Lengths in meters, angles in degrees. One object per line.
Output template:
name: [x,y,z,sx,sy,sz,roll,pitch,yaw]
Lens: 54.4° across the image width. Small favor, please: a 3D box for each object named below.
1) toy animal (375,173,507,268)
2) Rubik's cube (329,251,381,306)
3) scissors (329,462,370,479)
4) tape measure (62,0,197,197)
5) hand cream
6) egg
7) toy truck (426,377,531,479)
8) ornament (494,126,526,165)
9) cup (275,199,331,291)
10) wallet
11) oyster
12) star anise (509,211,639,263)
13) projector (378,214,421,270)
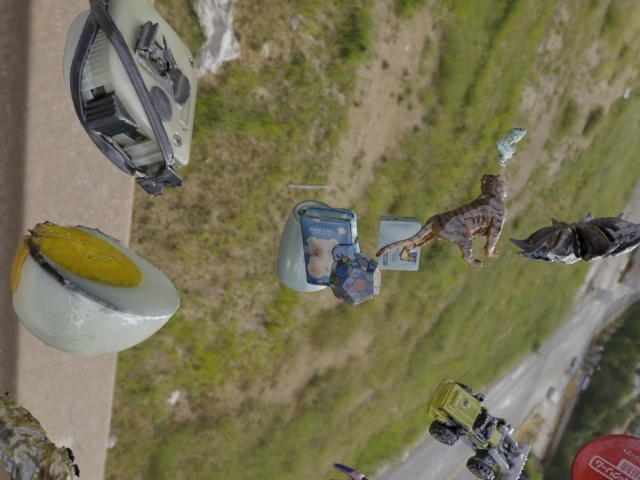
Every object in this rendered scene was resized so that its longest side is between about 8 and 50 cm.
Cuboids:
toy animal: [0.217,-0.017,1.056,0.256,0.114,0.116,-20,119,-14]
Rubik's cube: [0.070,0.077,1.243,0.111,0.111,0.093,-23,146,-44]
scissors: [0.053,0.418,1.088,0.012,0.113,0.039,27,70,-30]
tape measure: [-0.290,-0.240,0.969,0.231,0.133,0.270,45,41,-56]
hand cream: [0.584,0.485,1.197,0.193,0.193,0.125,-46,133,-22]
egg: [-0.450,0.118,1.201,0.337,0.337,0.200,13,112,-57]
toy truck: [0.347,0.416,1.326,0.136,0.286,0.111,-53,-171,-30]
ornament: [0.437,-0.221,1.450,0.069,0.041,0.092,-19,135,-25]
cup: [0.000,0.000,1.858,0.258,0.186,0.234,-15,137,-27]
wallet: [0.025,0.018,1.450,0.059,0.141,0.202,-59,149,-51]
oyster: [-0.585,0.380,1.170,0.128,0.345,0.079,-58,157,8]
star anise: [0.398,0.003,0.965,0.181,0.205,0.061,-33,110,-68]
projector: [0.218,0.005,1.725,0.061,0.115,0.147,-73,164,-64]
